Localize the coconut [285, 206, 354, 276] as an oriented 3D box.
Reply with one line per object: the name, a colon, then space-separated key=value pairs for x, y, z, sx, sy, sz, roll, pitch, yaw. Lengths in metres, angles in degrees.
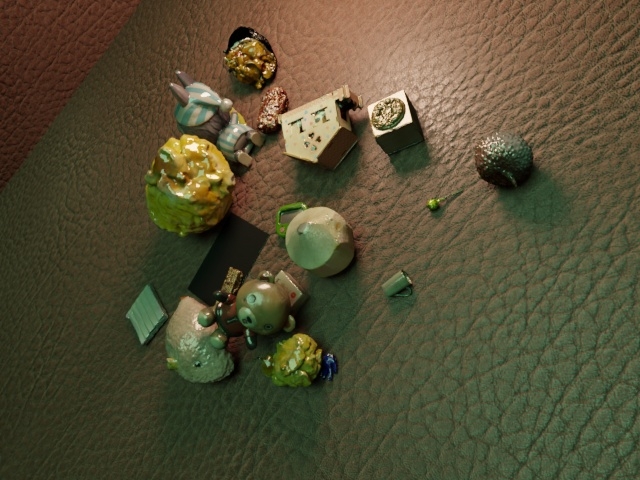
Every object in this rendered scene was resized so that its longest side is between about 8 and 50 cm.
coconut: x=-0.001 y=0.004 z=1.590 sx=0.241 sy=0.241 sz=0.241 roll=-10 pitch=68 yaw=27

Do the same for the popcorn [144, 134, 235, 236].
popcorn: x=-0.514 y=-0.219 z=1.914 sx=0.344 sy=0.390 sz=0.354 roll=17 pitch=47 yaw=-5

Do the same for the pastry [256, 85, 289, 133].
pastry: x=-0.200 y=-0.542 z=1.975 sx=0.115 sy=0.097 sz=0.208 roll=13 pitch=79 yaw=16

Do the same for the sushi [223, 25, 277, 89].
sushi: x=-0.307 y=-0.788 z=2.077 sx=0.200 sy=0.213 sz=0.204 roll=-51 pitch=38 yaw=33

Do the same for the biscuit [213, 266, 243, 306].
biscuit: x=-0.357 y=0.204 z=1.837 sx=0.064 sy=0.034 sz=0.199 roll=17 pitch=83 yaw=34

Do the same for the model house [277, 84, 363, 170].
model house: x=0.014 y=-0.384 z=1.765 sx=0.326 sy=0.169 sz=0.244 roll=-16 pitch=73 yaw=27

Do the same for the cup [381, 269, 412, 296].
cup: x=0.246 y=0.143 z=1.508 sx=0.083 sy=0.075 sz=0.054 roll=-38 pitch=21 yaw=18

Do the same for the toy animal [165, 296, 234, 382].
toy animal: x=-0.469 y=0.371 z=1.761 sx=0.226 sy=0.188 sz=0.358 roll=-35 pitch=58 yaw=11

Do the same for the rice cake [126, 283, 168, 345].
rice cake: x=-0.737 y=0.314 z=2.028 sx=0.198 sy=0.037 sz=0.189 roll=40 pitch=95 yaw=34

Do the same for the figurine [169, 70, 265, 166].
figurine: x=-0.479 y=-0.495 z=1.955 sx=0.361 sy=0.377 sz=0.266 roll=30 pitch=90 yaw=36

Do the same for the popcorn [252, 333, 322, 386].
popcorn: x=-0.094 y=0.389 z=1.553 sx=0.195 sy=0.173 sz=0.168 roll=-16 pitch=66 yaw=43

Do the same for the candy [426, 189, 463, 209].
candy: x=0.397 y=-0.134 z=1.524 sx=0.123 sy=0.035 sz=0.035 roll=-27 pitch=72 yaw=10

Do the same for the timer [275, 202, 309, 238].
timer: x=-0.101 y=-0.074 z=1.782 sx=0.140 sy=0.047 sz=0.128 roll=-9 pitch=71 yaw=28

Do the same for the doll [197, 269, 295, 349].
doll: x=-0.245 y=0.248 z=1.621 sx=0.330 sy=0.174 sz=0.235 roll=-23 pitch=93 yaw=25

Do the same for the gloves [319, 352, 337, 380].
gloves: x=0.025 y=0.412 z=1.550 sx=0.064 sy=0.026 sz=0.086 roll=26 pitch=88 yaw=33

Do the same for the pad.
pad: x=-0.373 y=0.089 z=1.911 sx=0.247 sy=0.007 sz=0.367 roll=28 pitch=88 yaw=35

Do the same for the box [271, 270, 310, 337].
box: x=-0.150 y=0.227 z=1.700 sx=0.201 sy=0.058 sz=0.141 roll=-52 pitch=56 yaw=6

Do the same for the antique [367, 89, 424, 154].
antique: x=0.252 y=-0.402 z=1.628 sx=0.146 sy=0.148 sz=0.152 roll=-20 pitch=62 yaw=21

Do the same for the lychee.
lychee: x=0.534 y=-0.232 z=1.392 sx=0.165 sy=0.165 sz=0.197 roll=-16 pitch=46 yaw=25

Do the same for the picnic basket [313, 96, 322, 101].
picnic basket: x=-0.006 y=-0.519 z=1.865 sx=0.083 sy=0.072 sz=0.072 roll=-31 pitch=60 yaw=33
